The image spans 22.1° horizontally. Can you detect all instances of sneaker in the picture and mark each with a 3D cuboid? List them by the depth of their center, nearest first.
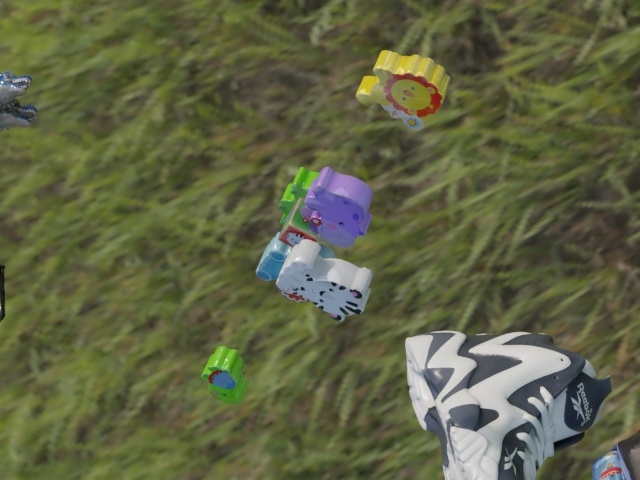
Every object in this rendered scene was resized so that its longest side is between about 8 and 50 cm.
[{"bbox_3d":[0.166,0.146,1.268,0.235,0.153,0.094,-114,14,-59],"label":"sneaker"}]

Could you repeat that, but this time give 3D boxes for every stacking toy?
[{"bbox_3d":[0.000,0.000,1.031,0.052,0.167,0.221,28,147,-7],"label":"stacking toy"}]

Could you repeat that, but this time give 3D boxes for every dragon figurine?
[{"bbox_3d":[-0.456,-0.106,1.856,0.144,0.289,0.085,-97,-11,-54],"label":"dragon figurine"}]

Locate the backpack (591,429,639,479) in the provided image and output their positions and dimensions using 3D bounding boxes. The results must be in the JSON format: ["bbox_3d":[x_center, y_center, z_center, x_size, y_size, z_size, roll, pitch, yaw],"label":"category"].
[{"bbox_3d":[0.308,0.232,1.275,0.117,0.173,0.158,-31,42,15],"label":"backpack"}]

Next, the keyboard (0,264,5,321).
[{"bbox_3d":[-0.396,0.087,1.680,0.192,0.038,0.100,-37,43,25],"label":"keyboard"}]
